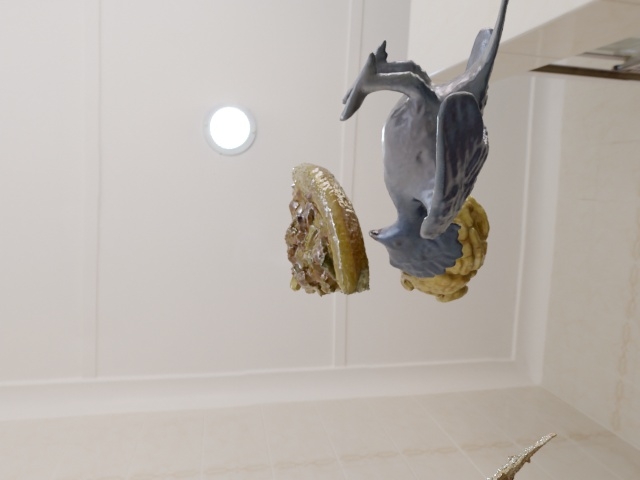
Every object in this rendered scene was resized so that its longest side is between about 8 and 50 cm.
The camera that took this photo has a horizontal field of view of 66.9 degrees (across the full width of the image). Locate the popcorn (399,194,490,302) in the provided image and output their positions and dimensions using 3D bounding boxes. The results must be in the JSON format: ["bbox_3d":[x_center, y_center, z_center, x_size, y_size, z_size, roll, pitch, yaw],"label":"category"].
[{"bbox_3d":[0.189,0.016,0.802,0.140,0.194,0.163,8,-107,-11],"label":"popcorn"}]

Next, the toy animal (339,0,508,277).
[{"bbox_3d":[0.100,-0.086,0.399,0.176,0.239,0.255,35,-52,-10],"label":"toy animal"}]

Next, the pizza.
[{"bbox_3d":[0.004,-0.034,0.869,0.087,0.258,0.268,0,-97,-24],"label":"pizza"}]

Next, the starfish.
[{"bbox_3d":[0.412,0.521,1.083,0.295,0.048,0.231,-47,-34,7],"label":"starfish"}]
